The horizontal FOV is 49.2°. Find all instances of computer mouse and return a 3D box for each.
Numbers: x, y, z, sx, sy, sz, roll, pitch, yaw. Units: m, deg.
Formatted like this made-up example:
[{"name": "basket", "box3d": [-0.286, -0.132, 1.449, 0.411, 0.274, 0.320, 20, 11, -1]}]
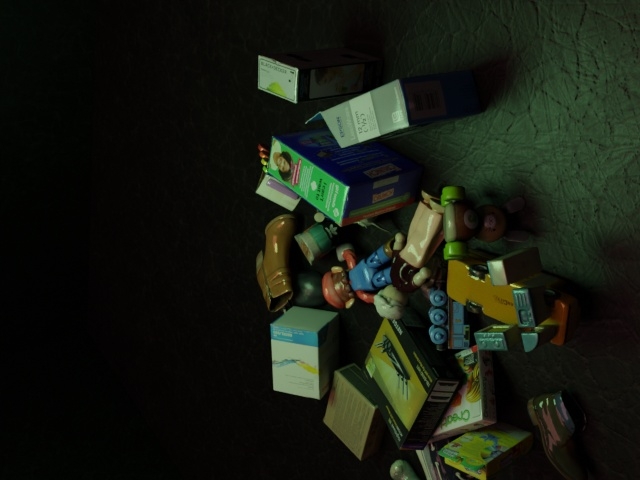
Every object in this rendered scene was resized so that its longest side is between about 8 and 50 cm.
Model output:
[{"name": "computer mouse", "box3d": [-0.078, 0.165, 2.315, 0.272, 0.072, 0.188, -1, 102, 52]}]

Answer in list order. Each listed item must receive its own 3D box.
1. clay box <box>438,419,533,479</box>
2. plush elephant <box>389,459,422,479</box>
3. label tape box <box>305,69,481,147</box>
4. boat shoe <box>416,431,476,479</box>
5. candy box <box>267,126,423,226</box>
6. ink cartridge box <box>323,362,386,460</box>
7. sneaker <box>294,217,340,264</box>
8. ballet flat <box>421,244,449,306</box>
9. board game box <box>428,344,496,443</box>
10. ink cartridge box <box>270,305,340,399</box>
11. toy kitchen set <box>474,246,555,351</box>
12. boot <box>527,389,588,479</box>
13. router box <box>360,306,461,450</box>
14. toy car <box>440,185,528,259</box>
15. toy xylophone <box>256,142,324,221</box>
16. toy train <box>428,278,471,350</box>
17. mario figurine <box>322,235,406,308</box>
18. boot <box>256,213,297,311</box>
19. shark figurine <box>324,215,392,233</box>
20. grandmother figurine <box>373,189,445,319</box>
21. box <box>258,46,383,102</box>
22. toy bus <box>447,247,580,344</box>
[{"name": "clay box", "box3d": [0.404, 0.514, 1.709, 0.127, 0.222, 0.053, 11, 112, 50]}, {"name": "plush elephant", "box3d": [0.249, 0.863, 2.014, 0.330, 0.255, 0.272, 31, 126, 42]}, {"name": "label tape box", "box3d": [0.167, -0.299, 1.674, 0.348, 0.249, 0.115, -12, 93, 53]}, {"name": "boat shoe", "box3d": [0.372, 0.639, 1.869, 0.158, 0.127, 0.340, -48, 61, 51]}, {"name": "candy box", "box3d": [0.061, -0.183, 1.837, 0.317, 0.268, 0.122, 36, 130, 39]}, {"name": "ink cartridge box", "box3d": [0.115, 0.537, 2.198, 0.193, 0.088, 0.234, 40, 133, 38]}, {"name": "sneaker", "box3d": [0.000, 0.000, 2.101, 0.108, 0.121, 0.302, 59, 174, -2]}, {"name": "ballet flat", "box3d": [0.291, 0.099, 1.826, 0.070, 0.070, 0.188, 30, 126, 42]}, {"name": "board game box", "box3d": [0.334, 0.409, 1.822, 0.305, 0.053, 0.193, -40, 39, 50]}, {"name": "ink cartridge box", "box3d": [-0.045, 0.354, 2.218, 0.168, 0.171, 0.232, 6, 108, 23]}, {"name": "toy kitchen set", "box3d": [0.374, 0.133, 1.465, 0.166, 0.122, 0.207, -10, 94, 52]}, {"name": "boot", "box3d": [0.565, 0.447, 1.595, 0.219, 0.082, 0.106, 62, 144, 17]}, {"name": "router box", "box3d": [0.230, 0.360, 1.866, 0.309, 0.081, 0.243, -120, 45, -55]}, {"name": "toy car", "box3d": [0.373, -0.041, 1.581, 0.149, 0.188, 0.155, 45, -137, -80]}, {"name": "toy xylophone", "box3d": [-0.083, -0.171, 2.041, 0.081, 0.236, 0.322, -58, 19, 22]}, {"name": "toy train", "box3d": [0.331, 0.190, 1.780, 0.080, 0.105, 0.184, -44, -47, -84]}, {"name": "mario figurine", "box3d": [0.139, 0.097, 2.005, 0.320, 0.170, 0.198, -27, 40, 43]}, {"name": "boot", "box3d": [-0.131, 0.073, 2.244, 0.283, 0.109, 0.220, -54, 38, 37]}, {"name": "shark figurine", "box3d": [0.121, -0.094, 1.966, 0.278, 0.166, 0.116, -172, 102, -77]}, {"name": "grandmother figurine", "box3d": [0.232, 0.053, 1.758, 0.208, 0.104, 0.342, -98, 29, -68]}, {"name": "box", "box3d": [0.001, -0.431, 1.802, 0.169, 0.290, 0.087, 30, 126, 41]}, {"name": "toy bus", "box3d": [0.437, 0.120, 1.591, 0.333, 0.130, 0.108, 23, 119, 46]}]
